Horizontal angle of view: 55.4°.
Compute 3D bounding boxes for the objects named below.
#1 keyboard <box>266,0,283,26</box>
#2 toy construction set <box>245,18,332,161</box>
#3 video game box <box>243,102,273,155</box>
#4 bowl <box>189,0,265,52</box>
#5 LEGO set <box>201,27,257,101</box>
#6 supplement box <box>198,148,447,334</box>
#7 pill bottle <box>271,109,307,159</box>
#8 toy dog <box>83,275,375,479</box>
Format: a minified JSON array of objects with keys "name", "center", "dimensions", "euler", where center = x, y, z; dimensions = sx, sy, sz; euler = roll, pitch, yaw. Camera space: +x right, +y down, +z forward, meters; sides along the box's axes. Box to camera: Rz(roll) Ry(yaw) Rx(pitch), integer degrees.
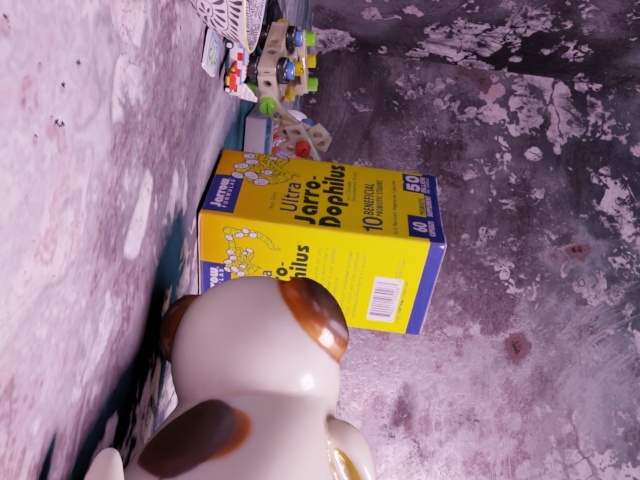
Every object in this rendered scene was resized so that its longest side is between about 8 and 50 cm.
[{"name":"keyboard","center":[-0.110,-0.481,1.518],"dimensions":[0.317,0.033,0.201],"euler":[-82,180,-80]},{"name":"toy construction set","center":[-0.070,-0.307,1.217],"dimensions":[0.215,0.151,0.327],"euler":[85,-3,-52]},{"name":"video game box","center":[-0.137,-0.188,1.338],"dimensions":[0.187,0.048,0.205],"euler":[-89,-174,-67]},{"name":"bowl","center":[-0.099,-0.280,0.610],"dimensions":[0.170,0.080,0.169],"euler":[-173,-90,-90]},{"name":"LEGO set","center":[-0.112,-0.309,0.878],"dimensions":[0.244,0.060,0.182],"euler":[-101,-158,-87]},{"name":"supplement box","center":[0.000,0.000,0.984],"dimensions":[0.194,0.357,0.195],"euler":[-84,-178,-52]},{"name":"pill bottle","center":[-0.094,-0.275,1.810],"dimensions":[0.121,0.121,0.216],"euler":[99,-2,-63]},{"name":"toy dog","center":[-0.099,0.227,0.644],"dimensions":[0.395,0.285,0.407],"euler":[51,33,-36]}]
